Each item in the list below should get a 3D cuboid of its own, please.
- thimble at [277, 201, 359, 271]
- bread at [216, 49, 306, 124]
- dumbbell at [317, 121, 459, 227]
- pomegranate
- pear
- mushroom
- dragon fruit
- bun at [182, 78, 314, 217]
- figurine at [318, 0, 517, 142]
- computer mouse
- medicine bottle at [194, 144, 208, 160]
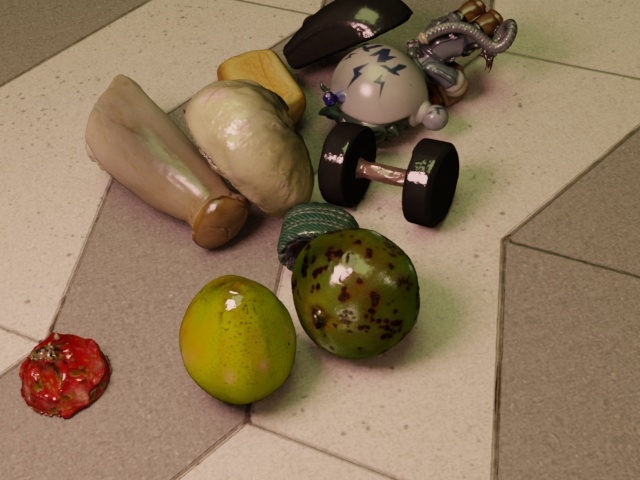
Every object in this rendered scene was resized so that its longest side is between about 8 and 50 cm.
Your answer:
[{"bbox_3d":[-0.002,-0.001,1.804,0.135,0.118,0.090,0,47,11],"label":"thimble"},{"bbox_3d":[-0.116,-0.289,2.119,0.147,0.098,0.217,-17,48,-8],"label":"bread"},{"bbox_3d":[0.119,-0.117,1.875,0.218,0.152,0.152,14,50,23],"label":"dumbbell"},{"bbox_3d":[0.067,0.070,1.676,0.211,0.211,0.263,21,33,27],"label":"pomegranate"},{"bbox_3d":[-0.126,0.143,1.618,0.187,0.219,0.187,-4,42,4],"label":"pear"},{"bbox_3d":[-0.294,-0.139,1.934,0.154,0.137,0.407,-33,60,-22],"label":"mushroom"},{"bbox_3d":[-0.414,0.190,1.701,0.153,0.111,0.153,-2,47,3],"label":"dragon fruit"},{"bbox_3d":[-0.112,-0.169,1.860,0.168,0.273,0.273,-39,47,6],"label":"bun"},{"bbox_3d":[0.172,-0.319,2.043,0.382,0.186,0.261,-32,39,-13],"label":"figurine"},{"bbox_3d":[0.048,-0.437,2.144,0.269,0.100,0.170,-16,12,36],"label":"computer mouse"},{"bbox_3d":[-0.233,-0.153,2.035,0.231,0.059,0.059,-7,45,3],"label":"medicine bottle"}]
